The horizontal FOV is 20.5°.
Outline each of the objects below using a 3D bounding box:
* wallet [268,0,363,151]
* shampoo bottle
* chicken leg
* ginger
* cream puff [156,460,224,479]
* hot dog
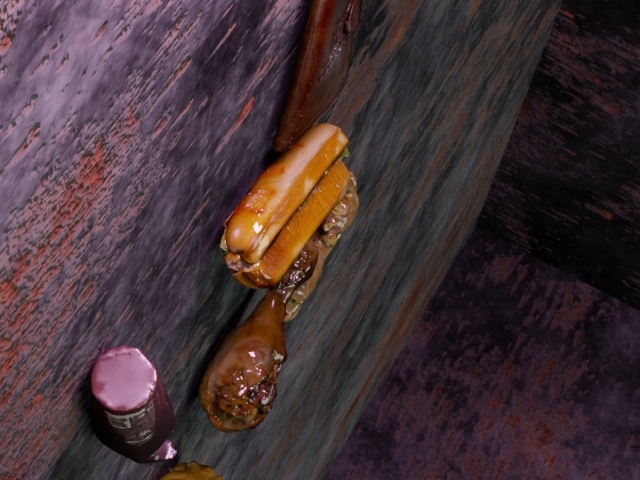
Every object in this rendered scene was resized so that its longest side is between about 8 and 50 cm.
[{"bbox_3d":[0.010,-0.208,1.715,0.137,0.031,0.255,-55,168,-38],"label":"wallet"},{"bbox_3d":[-0.173,0.163,1.657,0.067,0.068,0.236,-61,172,-20],"label":"shampoo bottle"},{"bbox_3d":[-0.069,0.108,2.082,0.251,0.087,0.107,-66,-169,-21],"label":"chicken leg"},{"bbox_3d":[0.000,0.000,2.203,0.176,0.053,0.193,-49,164,-37],"label":"ginger"},{"bbox_3d":[-0.153,0.321,2.119,0.146,0.146,0.116,60,19,-79],"label":"cream puff"},{"bbox_3d":[-0.037,-0.042,1.831,0.250,0.076,0.104,-58,151,-48],"label":"hot dog"}]
